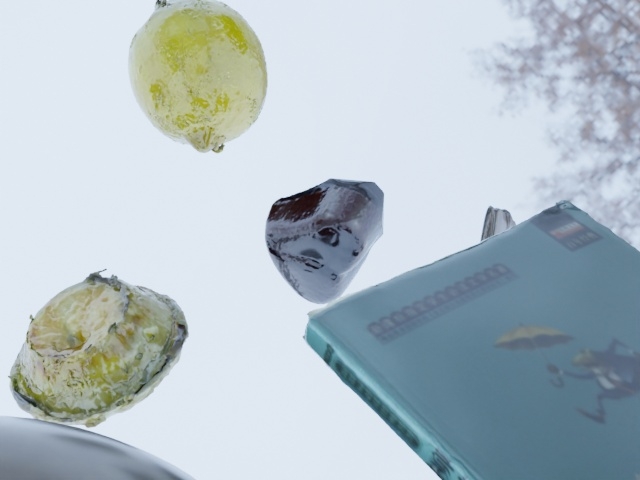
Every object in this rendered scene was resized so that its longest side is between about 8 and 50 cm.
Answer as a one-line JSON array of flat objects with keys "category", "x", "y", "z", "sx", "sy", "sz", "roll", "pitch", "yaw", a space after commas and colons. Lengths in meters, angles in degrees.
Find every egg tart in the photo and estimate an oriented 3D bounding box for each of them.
[{"category": "egg tart", "x": -0.255, "y": 0.113, "z": 1.179, "sx": 0.213, "sy": 0.212, "sz": 0.090, "roll": -34, "pitch": -49, "yaw": -9}]

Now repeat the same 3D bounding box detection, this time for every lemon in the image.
[{"category": "lemon", "x": -0.148, "y": -0.202, "z": 1.302, "sx": 0.174, "sy": 0.206, "sz": 0.173, "roll": -8, "pitch": -13, "yaw": -2}]

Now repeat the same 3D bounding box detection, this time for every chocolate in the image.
[{"category": "chocolate", "x": 0.000, "y": 0.000, "z": 1.156, "sx": 0.148, "sy": 0.125, "sz": 0.080, "roll": -58, "pitch": 10, "yaw": 38}]

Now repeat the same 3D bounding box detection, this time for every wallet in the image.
[{"category": "wallet", "x": 0.276, "y": 0.010, "z": 1.667, "sx": 0.153, "sy": 0.039, "sz": 0.117, "roll": 26, "pitch": -106, "yaw": -64}]

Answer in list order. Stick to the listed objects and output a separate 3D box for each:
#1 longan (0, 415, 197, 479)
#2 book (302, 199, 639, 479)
[{"category": "longan", "x": -0.194, "y": 0.286, "z": 0.700, "sx": 0.361, "sy": 0.361, "sz": 0.361, "roll": -32, "pitch": -22, "yaw": -15}, {"category": "book", "x": 0.202, "y": 0.124, "z": 0.598, "sx": 0.264, "sy": 0.379, "sz": 0.031, "roll": -21, "pitch": -39, "yaw": -39}]
